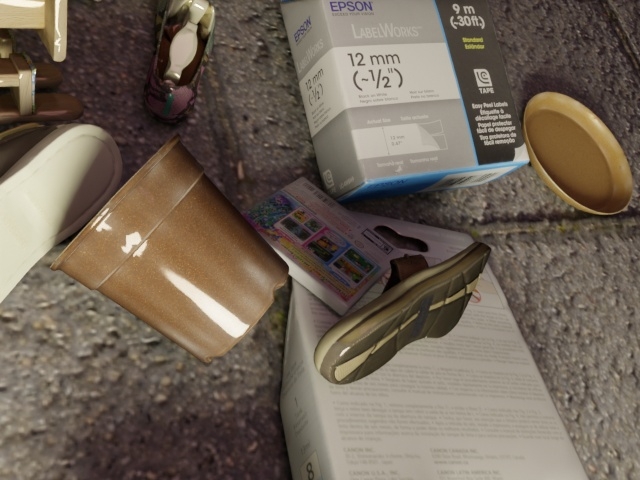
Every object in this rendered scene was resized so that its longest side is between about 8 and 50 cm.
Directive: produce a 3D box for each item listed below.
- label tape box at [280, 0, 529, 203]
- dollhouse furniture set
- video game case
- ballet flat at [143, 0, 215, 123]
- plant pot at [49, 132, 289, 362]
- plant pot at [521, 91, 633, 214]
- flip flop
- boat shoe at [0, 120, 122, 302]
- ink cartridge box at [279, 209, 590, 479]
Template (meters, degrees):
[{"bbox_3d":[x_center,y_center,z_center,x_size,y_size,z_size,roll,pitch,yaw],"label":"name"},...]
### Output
[{"bbox_3d":[0.100,-0.236,0.873,0.249,0.115,0.347,-9,84,-25],"label":"label tape box"},{"bbox_3d":[-0.269,-0.264,0.674,0.161,0.212,0.242,-10,43,-33],"label":"dollhouse furniture set"},{"bbox_3d":[0.000,0.000,0.764,0.157,0.019,0.143,38,38,11],"label":"video game case"},{"bbox_3d":[-0.161,-0.239,0.804,0.077,0.079,0.221,17,56,-21],"label":"ballet flat"},{"bbox_3d":[-0.130,0.017,0.635,0.165,0.167,0.167,44,50,-13],"label":"plant pot"},{"bbox_3d":[0.420,-0.141,1.127,0.236,0.032,0.236,15,57,-24],"label":"plant pot"},{"bbox_3d":[0.086,0.059,0.701,0.277,0.112,0.080,-23,49,-40],"label":"flip flop"},{"bbox_3d":[-0.307,-0.002,0.576,0.305,0.091,0.109,-47,136,-34],"label":"boat shoe"},{"bbox_3d":[0.098,0.133,0.770,0.308,0.091,0.385,9,43,-26],"label":"ink cartridge box"}]
